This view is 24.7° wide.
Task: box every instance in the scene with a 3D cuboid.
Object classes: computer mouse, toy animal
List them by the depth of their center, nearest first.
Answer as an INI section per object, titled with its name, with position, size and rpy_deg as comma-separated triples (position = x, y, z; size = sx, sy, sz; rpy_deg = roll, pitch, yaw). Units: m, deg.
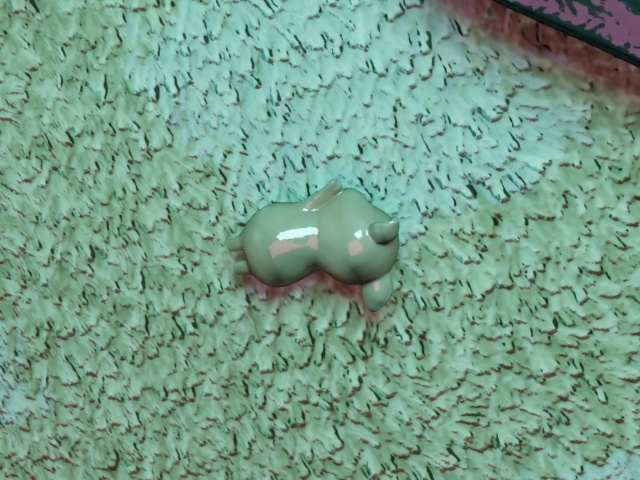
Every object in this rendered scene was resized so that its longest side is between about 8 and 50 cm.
[computer mouse]
position = 0.185, -0.195, 1.049
size = 0.264, 0.147, 0.088
rpy_deg = 27, 113, -5
[toy animal]
position = -0.001, 0.005, 1.175
size = 0.150, 0.083, 0.089
rpy_deg = -3, 66, 17
